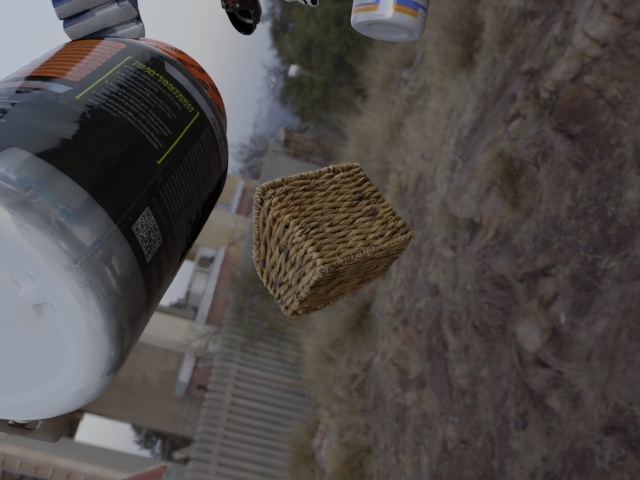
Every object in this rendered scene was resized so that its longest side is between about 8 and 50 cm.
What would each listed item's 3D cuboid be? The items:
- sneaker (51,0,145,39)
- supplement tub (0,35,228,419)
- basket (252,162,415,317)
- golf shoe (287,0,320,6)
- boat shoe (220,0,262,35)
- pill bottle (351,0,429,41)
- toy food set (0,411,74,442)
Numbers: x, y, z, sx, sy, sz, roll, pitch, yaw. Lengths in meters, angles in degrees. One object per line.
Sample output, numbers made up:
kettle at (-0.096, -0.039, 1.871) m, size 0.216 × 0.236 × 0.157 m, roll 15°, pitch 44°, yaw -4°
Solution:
sneaker at (-0.329, -0.405, 0.824) m, size 0.316 × 0.127 × 0.182 m, roll 67°, pitch -170°, yaw -54°
supplement tub at (-0.199, -0.042, 0.537) m, size 0.338 × 0.207 × 0.207 m, roll -74°, pitch 3°, yaw -56°
basket at (0.000, 0.000, 1.335) m, size 0.299 × 0.223 × 0.213 m, roll -21°, pitch -25°, yaw -41°
golf shoe at (-0.033, -0.390, 0.983) m, size 0.186 × 0.067 × 0.086 m, roll -161°, pitch 53°, yaw -81°
boat shoe at (-0.115, -0.336, 0.895) m, size 0.133 × 0.048 × 0.042 m, roll 58°, pitch -134°, yaw -69°
pill bottle at (0.156, -0.555, 1.300) m, size 0.152 × 0.152 × 0.272 m, roll -152°, pitch 72°, yaw -83°
toy food set at (-0.605, 0.231, 1.220) m, size 0.092 × 0.306 × 0.220 m, roll -39°, pitch -31°, yaw -1°
